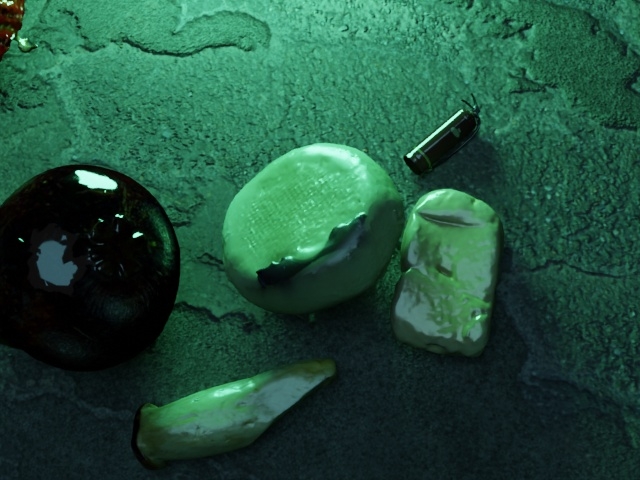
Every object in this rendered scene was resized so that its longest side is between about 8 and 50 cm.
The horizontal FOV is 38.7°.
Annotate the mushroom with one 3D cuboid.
[{"bbox_3d":[-0.129,0.266,1.399,0.333,0.087,0.107,-15,71,-1],"label":"mushroom"}]

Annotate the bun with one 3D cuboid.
[{"bbox_3d":[0.000,0.000,1.419,0.293,0.187,0.293,-14,51,18],"label":"bun"}]

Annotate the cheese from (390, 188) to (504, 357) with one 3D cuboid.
[{"bbox_3d":[0.200,0.048,1.425,0.159,0.093,0.263,11,73,7],"label":"cheese"}]

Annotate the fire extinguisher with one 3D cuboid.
[{"bbox_3d":[0.211,-0.173,1.519,0.158,0.043,0.064,-40,102,-6],"label":"fire extinguisher"}]

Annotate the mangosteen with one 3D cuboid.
[{"bbox_3d":[-0.367,0.044,1.396,0.330,0.330,0.330,-2,72,6],"label":"mangosteen"}]

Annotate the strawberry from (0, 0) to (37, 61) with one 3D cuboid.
[{"bbox_3d":[-0.656,-0.359,1.579,0.343,0.292,0.292,-25,71,-17],"label":"strawberry"}]
